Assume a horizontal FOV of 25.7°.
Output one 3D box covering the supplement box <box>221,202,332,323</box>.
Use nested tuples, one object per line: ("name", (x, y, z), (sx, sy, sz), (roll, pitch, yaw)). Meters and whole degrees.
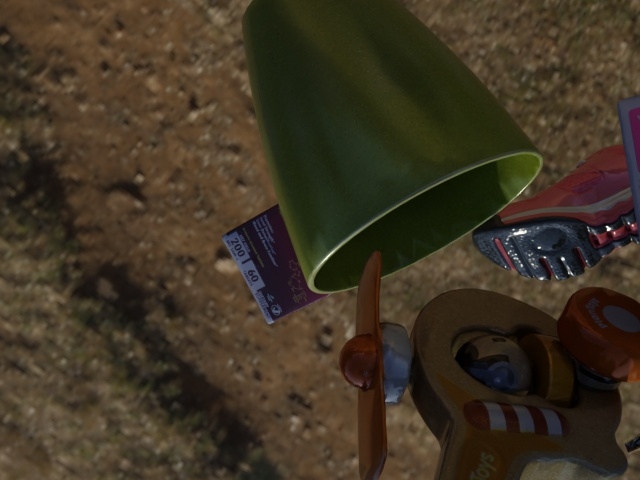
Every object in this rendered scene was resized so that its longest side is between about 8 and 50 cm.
("supplement box", (0.000, 0.000, 1.687), (0.239, 0.073, 0.130), (-28, 90, 44))

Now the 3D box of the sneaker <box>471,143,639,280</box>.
("sneaker", (0.344, -0.048, 1.764), (0.314, 0.136, 0.116), (-14, 133, 14))

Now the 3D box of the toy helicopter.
("toy helicopter", (0.103, 0.134, 0.995), (0.235, 0.355, 0.140), (25, 122, 4))

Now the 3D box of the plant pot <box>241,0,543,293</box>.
("plant pot", (0.042, -0.139, 1.471), (0.275, 0.275, 0.293), (-44, 70, 46))

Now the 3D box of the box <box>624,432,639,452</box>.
("box", (0.536, 0.241, 1.912), (0.164, 0.201, 0.021), (120, 135, -64))

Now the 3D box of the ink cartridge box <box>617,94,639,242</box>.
("ink cartridge box", (0.284, 0.063, 1.033), (0.065, 0.311, 0.186), (-15, 150, 18))
